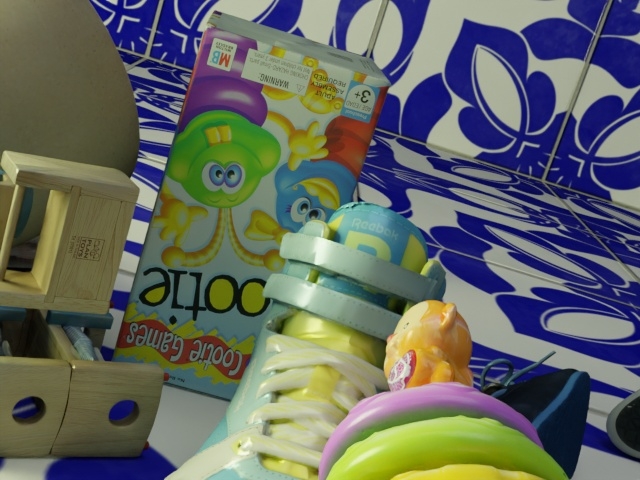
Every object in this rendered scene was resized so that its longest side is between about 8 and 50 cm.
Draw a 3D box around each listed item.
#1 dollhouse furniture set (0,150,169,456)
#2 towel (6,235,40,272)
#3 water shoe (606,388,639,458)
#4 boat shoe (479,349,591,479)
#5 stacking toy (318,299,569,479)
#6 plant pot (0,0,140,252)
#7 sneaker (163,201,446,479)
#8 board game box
[{"bbox_3d":[-0.170,0.030,0.674,0.129,0.183,0.129,8,17,-33],"label":"dollhouse furniture set"},{"bbox_3d":[-0.431,-0.054,0.937,0.332,0.053,0.317,8,19,-32],"label":"towel"},{"bbox_3d":[0.361,0.156,0.993,0.203,0.073,0.080,-20,-6,-11],"label":"water shoe"},{"bbox_3d":[0.149,0.138,0.797,0.089,0.109,0.258,6,-2,26],"label":"boat shoe"},{"bbox_3d":[0.056,0.126,0.452,0.166,0.175,0.302,17,35,-12],"label":"stacking toy"},{"bbox_3d":[-0.313,-0.063,0.719,0.256,0.256,0.274,25,49,25],"label":"plant pot"},{"bbox_3d":[-0.005,0.085,0.605,0.127,0.208,0.319,21,12,0],"label":"sneaker"},{"bbox_3d":[-0.060,-0.027,0.829,0.142,0.275,0.144,16,15,-8],"label":"board game box"}]
